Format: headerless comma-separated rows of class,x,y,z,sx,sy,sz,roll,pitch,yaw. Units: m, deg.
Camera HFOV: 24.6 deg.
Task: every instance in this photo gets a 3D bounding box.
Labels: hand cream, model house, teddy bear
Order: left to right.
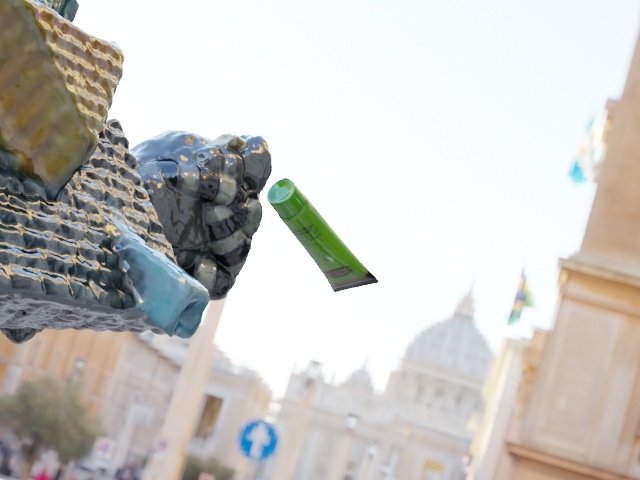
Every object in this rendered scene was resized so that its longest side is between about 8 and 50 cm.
model house,-0.180,-0.048,0.767,0.241,0.226,0.261,34,7,24
teddy bear,-0.161,-0.001,1.083,0.251,0.171,0.144,-5,26,-43
hand cream,0.000,0.000,1.025,0.036,0.023,0.122,-15,-39,22
